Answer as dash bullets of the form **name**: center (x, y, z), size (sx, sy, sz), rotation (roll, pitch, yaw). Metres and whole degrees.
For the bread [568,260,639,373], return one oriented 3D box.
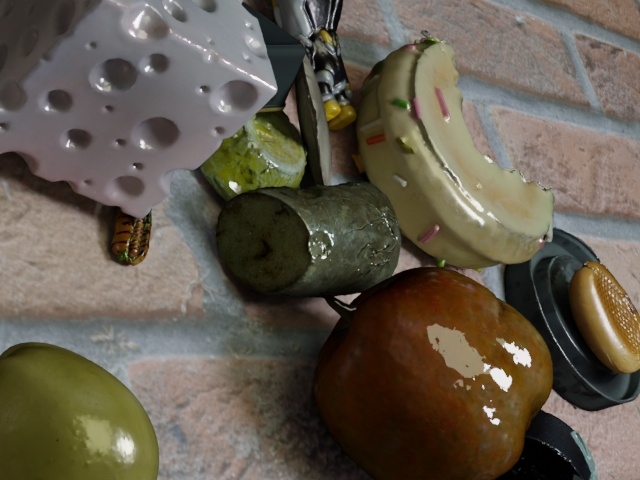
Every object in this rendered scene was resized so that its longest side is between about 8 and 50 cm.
- **bread**: center (0.444, 0.123, 2.194), size (0.114, 0.077, 0.189), rotation (-30, 91, -37)

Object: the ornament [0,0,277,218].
- **ornament**: center (-0.229, -0.214, 1.512), size (0.239, 0.239, 0.239), rotation (25, 36, -40)

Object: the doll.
- **doll**: center (-0.008, -0.318, 2.040), size (0.145, 0.103, 0.316), rotation (-2, 73, -37)

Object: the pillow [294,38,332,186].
- **pillow**: center (-0.009, -0.153, 1.859), size (0.233, 0.038, 0.131), rotation (80, 2, -56)

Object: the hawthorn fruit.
- **hawthorn fruit**: center (0.113, 0.158, 1.672), size (0.301, 0.267, 0.268), rotation (36, 38, -17)

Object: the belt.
- **belt**: center (0.290, 0.310, 1.880), size (0.198, 0.151, 0.078), rotation (49, 33, -18)

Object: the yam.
- **yam**: center (0.000, 0.000, 1.759), size (0.254, 0.154, 0.154), rotation (-3, 66, -55)

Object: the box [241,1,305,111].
- **box**: center (-0.128, -0.249, 1.758), size (0.201, 0.090, 0.144), rotation (39, 27, 25)

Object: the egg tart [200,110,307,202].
- **egg tart**: center (-0.085, -0.124, 1.805), size (0.197, 0.078, 0.197), rotation (36, 37, -33)

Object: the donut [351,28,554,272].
- **donut**: center (0.187, -0.110, 2.084), size (0.371, 0.150, 0.307), rotation (55, 34, -6)

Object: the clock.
- **clock**: center (0.413, 0.129, 2.270), size (0.312, 0.061, 0.313), rotation (33, 41, -34)

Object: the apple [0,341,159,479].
- **apple**: center (-0.243, 0.189, 1.251), size (0.200, 0.200, 0.200), rotation (33, 41, -34)

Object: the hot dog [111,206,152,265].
- **hot dog**: center (-0.211, -0.023, 1.593), size (0.049, 0.037, 0.122), rotation (35, 41, -37)
